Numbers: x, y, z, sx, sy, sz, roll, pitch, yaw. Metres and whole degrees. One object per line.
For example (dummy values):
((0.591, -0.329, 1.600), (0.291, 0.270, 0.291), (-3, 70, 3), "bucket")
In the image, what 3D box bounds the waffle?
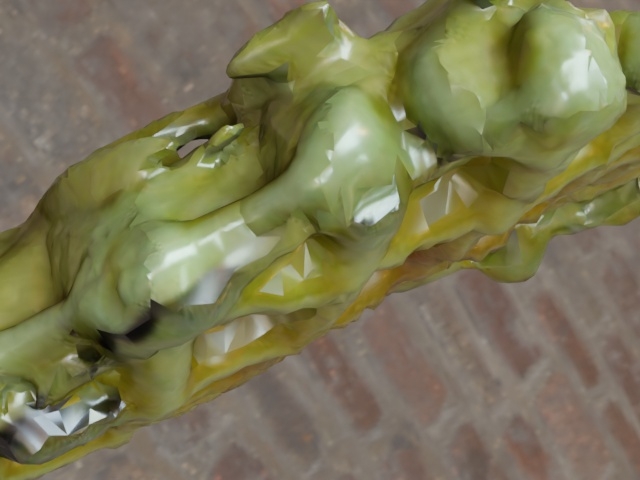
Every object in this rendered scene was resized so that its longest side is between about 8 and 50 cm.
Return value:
((0.000, 0.000, 0.502), (0.073, 0.317, 0.297), (65, 24, 7), "waffle")
